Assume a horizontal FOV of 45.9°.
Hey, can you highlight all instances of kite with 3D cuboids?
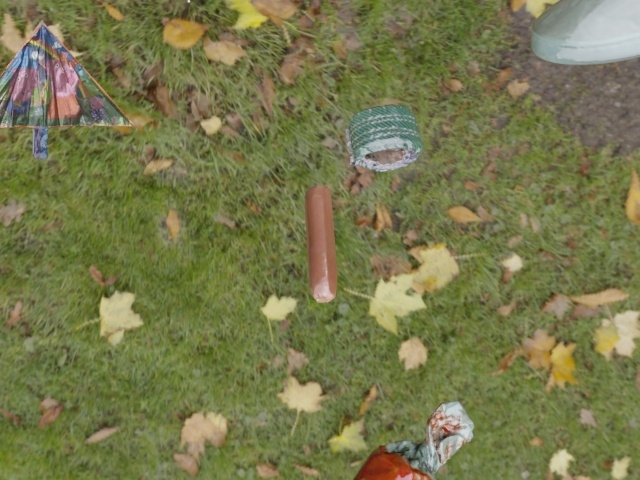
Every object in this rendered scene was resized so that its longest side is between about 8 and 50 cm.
[{"bbox_3d":[-0.463,-0.255,1.282,0.321,0.016,0.234,1,91,13],"label":"kite"}]

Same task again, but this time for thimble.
[{"bbox_3d":[0.121,-0.192,1.420,0.135,0.118,0.090,0,68,-24],"label":"thimble"}]

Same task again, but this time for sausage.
[{"bbox_3d":[0.001,0.000,0.875,0.030,0.147,0.035,-20,153,33],"label":"sausage"}]

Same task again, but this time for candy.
[{"bbox_3d":[0.040,0.262,0.659,0.292,0.059,0.086,-54,130,-9],"label":"candy"}]

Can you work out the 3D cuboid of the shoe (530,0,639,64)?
[{"bbox_3d":[0.214,-0.157,0.422,0.195,0.079,0.078,-7,118,20],"label":"shoe"}]
